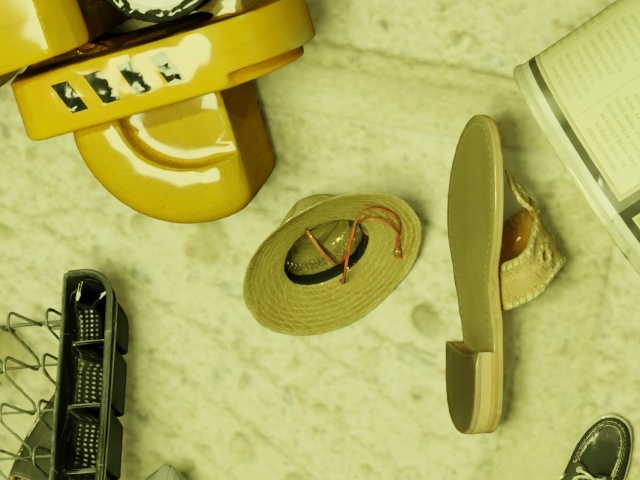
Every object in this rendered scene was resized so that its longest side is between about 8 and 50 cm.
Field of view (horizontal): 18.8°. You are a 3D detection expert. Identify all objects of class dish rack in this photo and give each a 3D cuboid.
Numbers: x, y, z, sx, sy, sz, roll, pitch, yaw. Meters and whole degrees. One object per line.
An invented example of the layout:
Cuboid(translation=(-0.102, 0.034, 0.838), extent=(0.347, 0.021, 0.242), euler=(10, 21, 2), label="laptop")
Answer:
Cuboid(translation=(-0.273, 0.143, 1.476), extent=(0.271, 0.074, 0.208), euler=(-7, 64, 18), label="dish rack")

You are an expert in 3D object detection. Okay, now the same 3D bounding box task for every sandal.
Cuboid(translation=(0.143, 0.024, 1.431), extent=(0.079, 0.088, 0.240), euler=(-1, 101, -19), label="sandal")

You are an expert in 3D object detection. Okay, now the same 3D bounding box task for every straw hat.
Cuboid(translation=(0.000, 0.000, 1.451), extent=(0.144, 0.144, 0.061), euler=(-40, 46, 12), label="straw hat")

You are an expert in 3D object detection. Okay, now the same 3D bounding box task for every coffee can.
Cuboid(translation=(0.299, -0.112, 1.310), extent=(0.275, 0.201, 0.201), euler=(-34, 86, 12), label="coffee can")

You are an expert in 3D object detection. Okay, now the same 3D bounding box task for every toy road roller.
Cuboid(translation=(-0.165, -0.121, 1.419), extent=(0.329, 0.202, 0.241), euler=(-15, 101, 11), label="toy road roller")

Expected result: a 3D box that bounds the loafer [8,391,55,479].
Cuboid(translation=(-0.214, 0.184, 1.512), extent=(0.062, 0.061, 0.170), euler=(22, 97, 12), label="loafer")

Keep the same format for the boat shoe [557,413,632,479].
Cuboid(translation=(0.194, 0.188, 1.434), extent=(0.046, 0.038, 0.125), euler=(31, 99, 9), label="boat shoe")

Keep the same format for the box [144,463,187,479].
Cuboid(translation=(-0.173, 0.327, 1.412), extent=(0.262, 0.231, 0.127), euler=(-40, 107, 11), label="box")
